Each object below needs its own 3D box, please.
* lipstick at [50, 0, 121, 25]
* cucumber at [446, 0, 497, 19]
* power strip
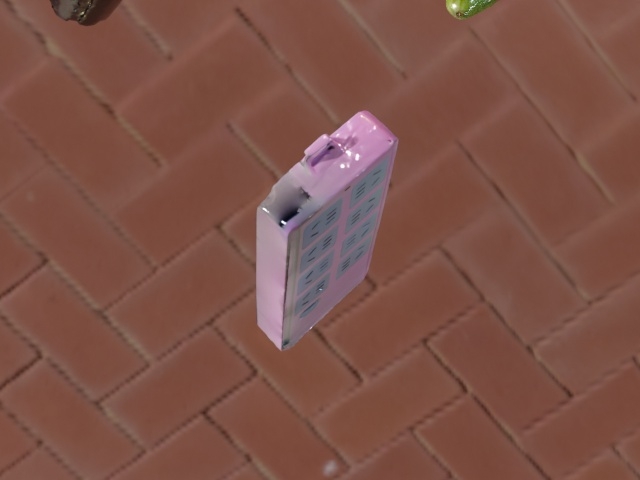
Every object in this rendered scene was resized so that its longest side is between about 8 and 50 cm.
[{"bbox_3d":[-0.110,-0.271,1.008,0.077,0.077,0.418,29,151,-15],"label":"lipstick"},{"bbox_3d":[0.114,-0.159,0.734,0.168,0.039,0.039,-37,119,-31],"label":"cucumber"},{"bbox_3d":[0.000,0.000,1.096,0.109,0.279,0.037,-42,75,-18],"label":"power strip"}]
